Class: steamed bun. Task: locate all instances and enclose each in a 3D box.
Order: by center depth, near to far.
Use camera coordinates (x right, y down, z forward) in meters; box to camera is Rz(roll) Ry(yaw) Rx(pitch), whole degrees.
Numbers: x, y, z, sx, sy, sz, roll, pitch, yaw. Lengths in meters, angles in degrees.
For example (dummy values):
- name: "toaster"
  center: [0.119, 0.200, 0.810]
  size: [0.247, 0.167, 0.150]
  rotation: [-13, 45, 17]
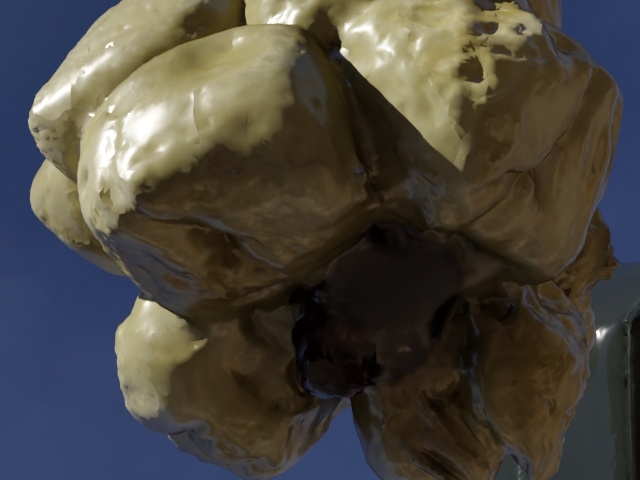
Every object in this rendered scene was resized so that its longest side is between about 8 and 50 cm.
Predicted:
- name: "steamed bun"
  center: [0.000, 0.000, 0.397]
  size: [0.192, 0.106, 0.177]
  rotation: [-3, -59, 5]

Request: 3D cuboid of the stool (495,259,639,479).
- name: "stool"
  center: [0.192, 0.121, 0.758]
  size: [0.232, 0.141, 0.232]
  rotation: [11, -107, -41]
